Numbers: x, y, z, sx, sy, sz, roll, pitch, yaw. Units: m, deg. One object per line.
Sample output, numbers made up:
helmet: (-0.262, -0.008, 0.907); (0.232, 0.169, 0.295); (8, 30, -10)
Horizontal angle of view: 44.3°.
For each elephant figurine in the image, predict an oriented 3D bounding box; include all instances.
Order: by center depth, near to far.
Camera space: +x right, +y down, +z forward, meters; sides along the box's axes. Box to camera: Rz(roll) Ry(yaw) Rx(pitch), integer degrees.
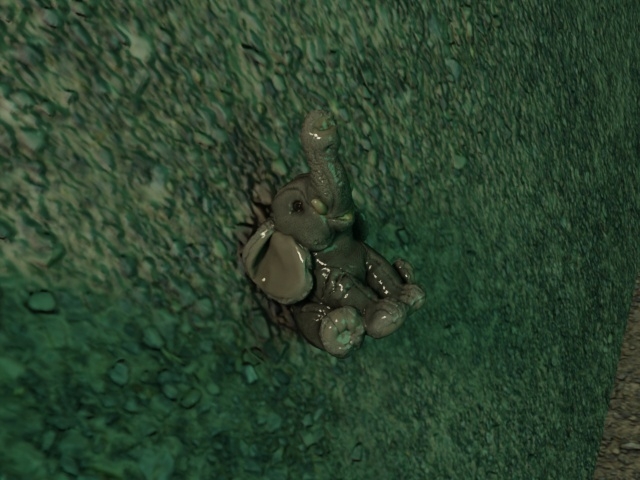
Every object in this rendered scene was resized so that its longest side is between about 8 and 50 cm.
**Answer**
elephant figurine: (0.000, 0.000, 0.878); (0.239, 0.186, 0.169); (56, 9, -4)
